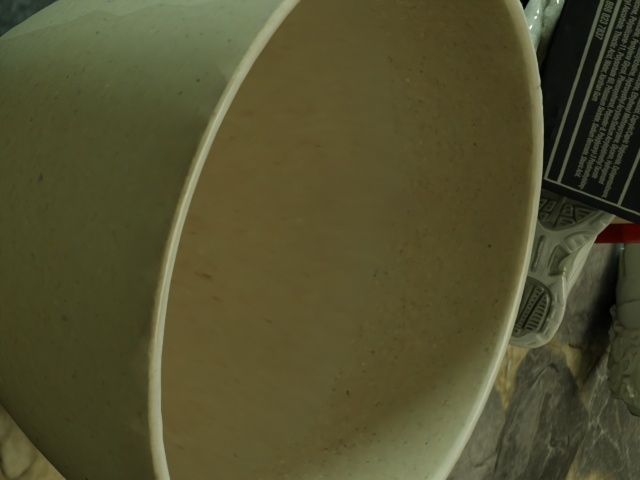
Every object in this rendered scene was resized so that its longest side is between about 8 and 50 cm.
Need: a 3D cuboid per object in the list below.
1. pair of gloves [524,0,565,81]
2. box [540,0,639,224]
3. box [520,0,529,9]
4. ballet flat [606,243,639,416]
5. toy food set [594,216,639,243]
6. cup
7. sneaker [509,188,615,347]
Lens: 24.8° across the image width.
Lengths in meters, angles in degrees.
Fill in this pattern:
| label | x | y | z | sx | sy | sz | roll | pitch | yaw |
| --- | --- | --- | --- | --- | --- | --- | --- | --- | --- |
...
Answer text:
| label | x | y | z | sx | sy | sz | roll | pitch | yaw |
| --- | --- | --- | --- | --- | --- | --- | --- | --- | --- |
| pair of gloves | 0.149 | -0.101 | 1.170 | 0.240 | 0.042 | 0.204 | 99 | 18 | -48 |
| box | 0.333 | -0.137 | 1.091 | 0.296 | 0.294 | 0.183 | 97 | 20 | -57 |
| box | 0.093 | -0.238 | 0.932 | 0.257 | 0.079 | 0.322 | -16 | 141 | -56 |
| ballet flat | 0.398 | 0.010 | 1.611 | 0.409 | 0.147 | 0.147 | -57 | 144 | -31 |
| toy food set | 0.287 | -0.053 | 1.442 | 0.232 | 0.104 | 0.111 | -15 | 103 | -74 |
| cup | -0.065 | -0.010 | 0.747 | 0.331 | 0.237 | 0.331 | -29 | 127 | -48 |
| sneaker | 0.216 | -0.022 | 1.318 | 0.232 | 0.090 | 0.115 | -67 | 171 | 27 |
